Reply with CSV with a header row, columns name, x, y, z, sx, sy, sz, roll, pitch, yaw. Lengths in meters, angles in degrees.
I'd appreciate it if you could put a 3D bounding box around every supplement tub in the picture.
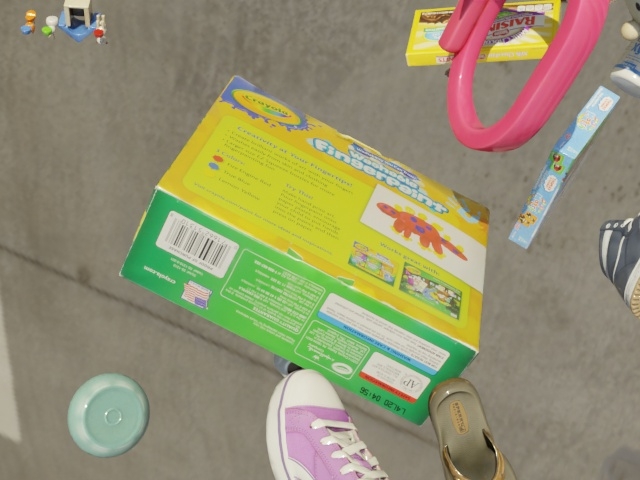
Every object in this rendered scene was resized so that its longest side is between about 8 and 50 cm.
name,x,y,z,sx,sy,sz,roll,pitch,yaw
supplement tub,0.472,-0.262,1.404,0.071,0.107,0.071,33,180,0

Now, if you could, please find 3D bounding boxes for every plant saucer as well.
name,x,y,z,sx,sy,sz,roll,pitch,yaw
plant saucer,-0.294,0.247,1.379,0.119,0.119,0.021,54,157,-16

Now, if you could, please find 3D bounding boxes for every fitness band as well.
name,x,y,z,sx,sy,sz,roll,pitch,yaw
fitness band,0.235,-0.242,1.176,0.291,0.054,0.209,-63,37,34

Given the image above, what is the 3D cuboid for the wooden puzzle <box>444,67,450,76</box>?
name,x,y,z,sx,sy,sz,roll,pitch,yaw
wooden puzzle,0.223,-0.290,1.531,0.006,0.083,0.049,48,-176,18

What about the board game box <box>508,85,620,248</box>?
name,x,y,z,sx,sy,sz,roll,pitch,yaw
board game box,0.359,-0.105,1.453,0.039,0.160,0.211,33,146,13

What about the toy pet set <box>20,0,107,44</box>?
name,x,y,z,sx,sy,sz,roll,pitch,yaw
toy pet set,-0.389,-0.326,1.521,0.122,0.114,0.065,3,135,-5

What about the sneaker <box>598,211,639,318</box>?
name,x,y,z,sx,sy,sz,roll,pitch,yaw
sneaker,0.508,-0.035,1.438,0.099,0.153,0.282,21,107,-16

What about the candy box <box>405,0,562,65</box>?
name,x,y,z,sx,sy,sz,roll,pitch,yaw
candy box,0.227,-0.288,1.359,0.206,0.105,0.027,0,141,18

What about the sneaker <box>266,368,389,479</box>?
name,x,y,z,sx,sy,sz,roll,pitch,yaw
sneaker,0.045,0.231,0.922,0.161,0.102,0.282,-40,54,38

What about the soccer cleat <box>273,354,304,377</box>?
name,x,y,z,sx,sy,sz,roll,pitch,yaw
soccer cleat,0.013,0.149,1.544,0.196,0.076,0.068,-39,130,4

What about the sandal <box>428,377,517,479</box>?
name,x,y,z,sx,sy,sz,roll,pitch,yaw
sandal,0.198,0.272,1.230,0.060,0.090,0.219,-131,21,-67

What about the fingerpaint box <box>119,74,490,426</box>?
name,x,y,z,sx,sy,sz,roll,pitch,yaw
fingerpaint box,0.000,0.000,1.370,0.445,0.371,0.163,27,123,-5

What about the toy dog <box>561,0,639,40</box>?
name,x,y,z,sx,sy,sz,roll,pitch,yaw
toy dog,0.309,-0.364,1.265,0.334,0.220,0.161,45,105,8
